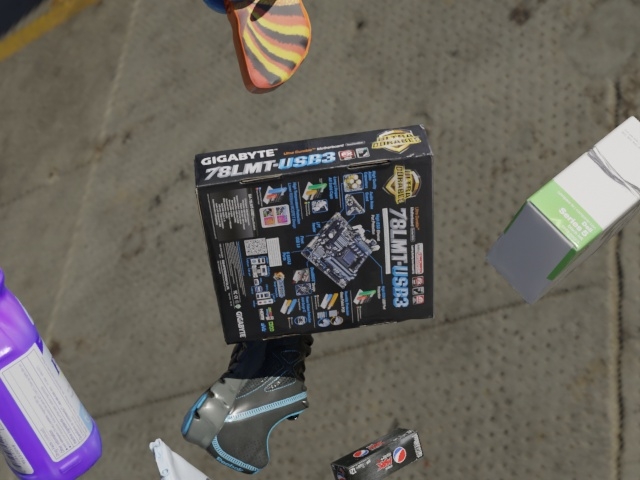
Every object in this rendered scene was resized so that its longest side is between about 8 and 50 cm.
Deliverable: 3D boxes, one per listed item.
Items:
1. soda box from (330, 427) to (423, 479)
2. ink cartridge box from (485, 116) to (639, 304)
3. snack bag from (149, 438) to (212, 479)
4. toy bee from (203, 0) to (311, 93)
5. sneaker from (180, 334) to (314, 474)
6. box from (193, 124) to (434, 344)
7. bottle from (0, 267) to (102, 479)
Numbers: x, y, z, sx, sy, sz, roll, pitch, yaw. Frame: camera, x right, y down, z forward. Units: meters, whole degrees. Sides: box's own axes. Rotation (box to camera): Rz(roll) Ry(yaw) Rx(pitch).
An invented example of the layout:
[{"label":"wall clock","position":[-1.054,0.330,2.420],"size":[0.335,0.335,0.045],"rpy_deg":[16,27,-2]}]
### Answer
[{"label":"soda box","position":[0.104,0.400,2.104],"size":[0.060,0.169,0.053],"rpy_deg":[-3,106,57]},{"label":"ink cartridge box","position":[0.419,-0.048,1.846],"size":[0.273,0.115,0.198],"rpy_deg":[-36,-15,-28]},{"label":"snack bag","position":[-0.112,0.472,1.617],"size":[0.037,0.342,0.323],"rpy_deg":[-34,42,8]},{"label":"toy bee","position":[-0.067,-0.334,1.350],"size":[0.162,0.298,0.195],"rpy_deg":[-25,25,-11]},{"label":"sneaker","position":[-0.071,0.199,1.757],"size":[0.341,0.139,0.125],"rpy_deg":[-55,6,-27]},{"label":"box","position":[0.000,0.000,1.498],"size":[0.293,0.295,0.073],"rpy_deg":[-9,44,-3]},{"label":"bottle","position":[-0.312,0.108,1.104],"size":[0.092,0.283,0.118],"rpy_deg":[-34,27,-20]}]
